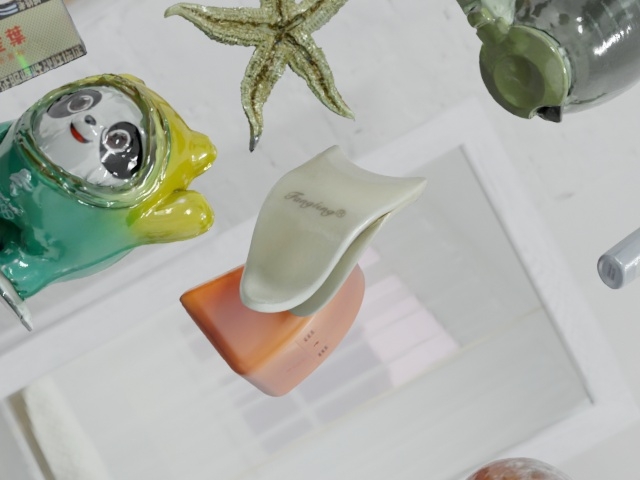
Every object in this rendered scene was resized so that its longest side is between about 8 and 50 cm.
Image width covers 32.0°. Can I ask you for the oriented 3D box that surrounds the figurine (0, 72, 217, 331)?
[{"bbox_3d":[-0.313,-0.067,1.452,0.323,0.340,0.231,44,-16,20],"label":"figurine"}]

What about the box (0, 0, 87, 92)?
[{"bbox_3d":[-0.428,-0.179,1.241,0.198,0.310,0.084,-36,108,-41],"label":"box"}]

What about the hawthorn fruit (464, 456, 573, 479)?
[{"bbox_3d":[0.253,0.412,1.442,0.235,0.263,0.231,36,16,-22],"label":"hawthorn fruit"}]

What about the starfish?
[{"bbox_3d":[-0.043,-0.336,1.795,0.347,0.358,0.078,63,-11,-14],"label":"starfish"}]

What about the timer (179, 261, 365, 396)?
[{"bbox_3d":[-0.046,0.100,1.720,0.161,0.250,0.257,50,-2,21],"label":"timer"}]

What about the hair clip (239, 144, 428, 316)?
[{"bbox_3d":[-0.004,-0.013,1.522,0.173,0.282,0.113,25,-11,33],"label":"hair clip"}]

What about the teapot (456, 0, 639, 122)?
[{"bbox_3d":[0.330,-0.318,1.580,0.239,0.240,0.321,-40,125,-36],"label":"teapot"}]

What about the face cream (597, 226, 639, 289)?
[{"bbox_3d":[0.520,0.005,1.752,0.057,0.198,0.084,42,-30,34],"label":"face cream"}]
